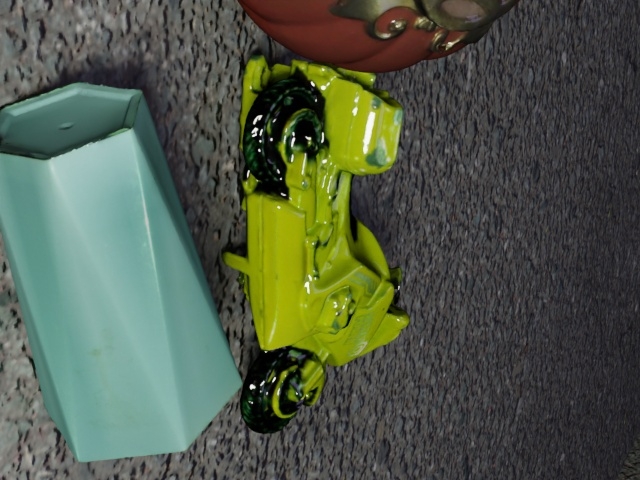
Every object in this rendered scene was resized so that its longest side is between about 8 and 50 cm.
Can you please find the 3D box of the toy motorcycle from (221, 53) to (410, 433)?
[{"bbox_3d":[0.002,0.001,1.050,0.206,0.142,0.342,-37,134,-54],"label":"toy motorcycle"}]

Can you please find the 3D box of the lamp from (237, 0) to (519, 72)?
[{"bbox_3d":[0.054,-0.274,0.890,0.303,0.257,0.303,-24,144,-19],"label":"lamp"}]

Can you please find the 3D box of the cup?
[{"bbox_3d":[-0.150,0.017,0.796,0.134,0.148,0.235,-96,175,-59],"label":"cup"}]
